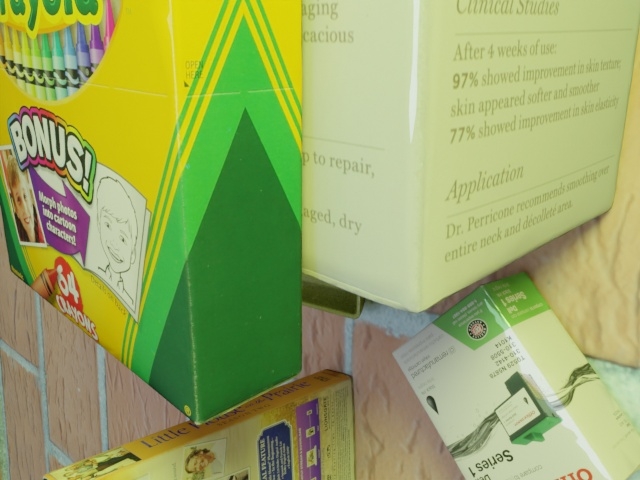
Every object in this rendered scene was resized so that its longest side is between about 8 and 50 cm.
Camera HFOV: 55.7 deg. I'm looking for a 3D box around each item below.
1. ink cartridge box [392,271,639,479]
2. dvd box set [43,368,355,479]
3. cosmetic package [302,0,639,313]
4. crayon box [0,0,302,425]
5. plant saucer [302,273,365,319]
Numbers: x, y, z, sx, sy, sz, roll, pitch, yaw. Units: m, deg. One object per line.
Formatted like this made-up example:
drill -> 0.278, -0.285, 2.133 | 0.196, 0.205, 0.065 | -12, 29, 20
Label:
ink cartridge box -> 0.203, 0.170, 0.644 | 0.160, 0.093, 0.219 | -48, 63, 39
dvd box set -> -0.115, 0.366, 0.766 | 0.062, 0.421, 0.307 | 5, 101, 45
cosmetic package -> 0.060, -0.206, 0.532 | 0.328, 0.330, 0.393 | 18, 116, 43
crayon box -> -0.169, -0.079, 0.496 | 0.363, 0.106, 0.312 | 20, 118, 43
plant saucer -> 0.000, 0.000, 0.857 | 0.188, 0.045, 0.188 | 9, 103, 45
